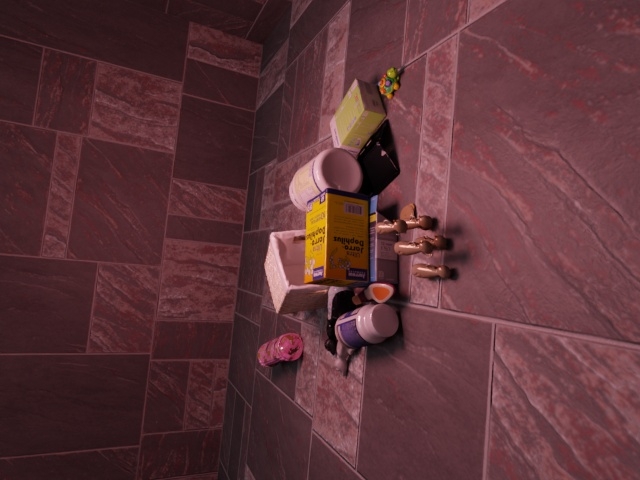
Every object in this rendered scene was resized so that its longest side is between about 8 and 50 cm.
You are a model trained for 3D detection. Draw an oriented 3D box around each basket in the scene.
[{"bbox_3d":[-0.073,0.152,1.978,0.266,0.329,0.331,113,145,-47],"label":"basket"}]

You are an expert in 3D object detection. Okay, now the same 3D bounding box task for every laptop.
[{"bbox_3d":[0.254,-0.351,1.815,0.234,0.137,0.264,-45,18,51],"label":"laptop"}]

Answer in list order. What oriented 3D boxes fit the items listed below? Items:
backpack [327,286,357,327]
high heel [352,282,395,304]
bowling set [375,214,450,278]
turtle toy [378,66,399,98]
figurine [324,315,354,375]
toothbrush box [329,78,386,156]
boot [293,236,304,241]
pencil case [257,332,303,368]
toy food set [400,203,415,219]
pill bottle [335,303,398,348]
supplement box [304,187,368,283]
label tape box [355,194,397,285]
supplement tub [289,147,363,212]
[{"bbox_3d":[0.091,0.279,1.799,0.115,0.152,0.181,-132,37,-63],"label":"backpack"},{"bbox_3d":[0.235,0.200,1.612,0.244,0.117,0.082,-39,74,53],"label":"high heel"},{"bbox_3d":[0.341,-0.023,1.368,0.199,0.287,0.154,-55,24,-22],"label":"bowling set"},{"bbox_3d":[0.292,-0.678,1.756,0.130,0.066,0.095,-52,39,47],"label":"turtle toy"},{"bbox_3d":[0.085,0.480,1.884,0.214,0.093,0.209,-124,39,-53],"label":"figurine"},{"bbox_3d":[0.166,-0.568,1.930,0.283,0.122,0.206,-50,41,48],"label":"toothbrush box"},{"bbox_3d":[-0.129,0.024,2.390,0.305,0.113,0.115,174,114,-76],"label":"boot"},{"bbox_3d":[-0.241,0.650,2.422,0.386,0.160,0.166,-41,56,54],"label":"pencil case"},{"bbox_3d":[0.332,-0.096,1.572,0.083,0.020,0.083,-33,55,59],"label":"toy food set"},{"bbox_3d":[0.180,0.337,1.623,0.265,0.153,0.153,142,130,-57],"label":"pill bottle"},{"bbox_3d":[0.063,-0.003,1.653,0.194,0.196,0.355,-26,60,61],"label":"supplement box"},{"bbox_3d":[0.206,0.015,1.708,0.249,0.115,0.346,-22,62,61],"label":"label tape box"},{"bbox_3d":[0.013,-0.259,1.864,0.325,0.236,0.235,-21,65,60],"label":"supplement tub"}]
